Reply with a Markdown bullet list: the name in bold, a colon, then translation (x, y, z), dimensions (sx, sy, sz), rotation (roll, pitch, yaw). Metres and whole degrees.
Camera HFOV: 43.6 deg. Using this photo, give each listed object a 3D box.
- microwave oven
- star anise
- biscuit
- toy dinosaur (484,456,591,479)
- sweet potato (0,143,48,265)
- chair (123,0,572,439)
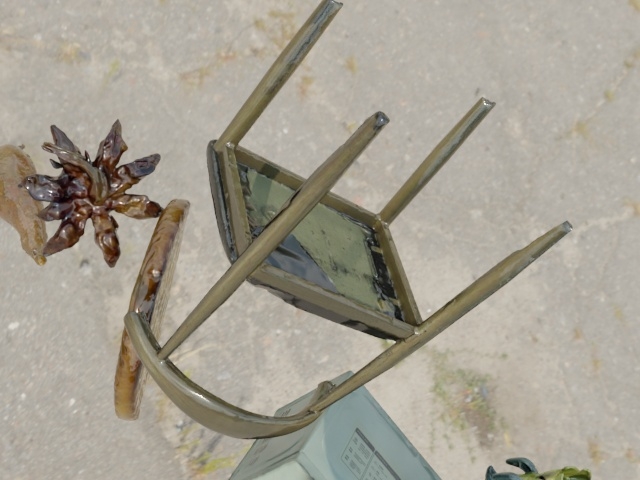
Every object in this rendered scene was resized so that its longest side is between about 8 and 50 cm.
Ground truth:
- **microwave oven**: translation (0.029, 0.261, 0.769), dimensions (0.208, 0.122, 0.162), rotation (51, 33, -6)
- **star anise**: translation (-0.242, -0.049, 0.860), dimensions (0.167, 0.057, 0.168), rotation (-11, 113, -26)
- **biscuit**: translation (-0.178, 0.066, 0.841), dimensions (0.031, 0.176, 0.229), rotation (14, 63, -6)
- **toy dinosaur**: translation (0.269, 0.267, 0.725), dimensions (0.094, 0.259, 0.153), rotation (-30, 97, -46)
- **sweet potato**: translation (-0.361, -0.052, 0.936), dimensions (0.068, 0.068, 0.226), rotation (0, 41, -30)
- **chair**: translation (0.000, 0.000, 0.576), dimensions (0.188, 0.272, 0.166), rotation (25, 31, -30)
